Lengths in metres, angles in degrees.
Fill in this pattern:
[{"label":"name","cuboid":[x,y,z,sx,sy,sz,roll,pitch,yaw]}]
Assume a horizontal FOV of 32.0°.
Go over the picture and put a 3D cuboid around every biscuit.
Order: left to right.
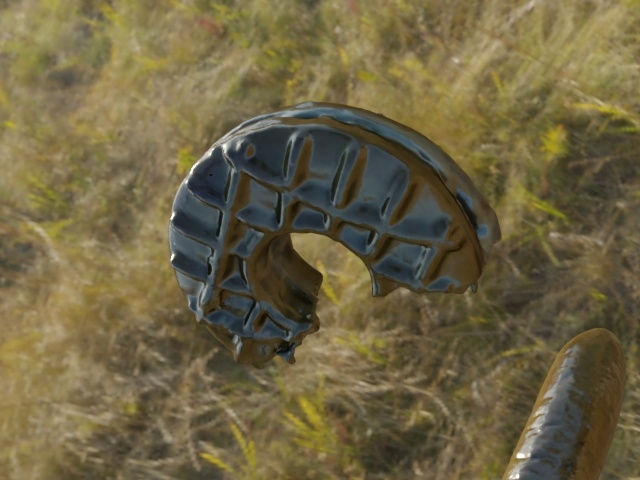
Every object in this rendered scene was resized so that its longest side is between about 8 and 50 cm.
[{"label":"biscuit","cuboid":[-0.017,-0.010,1.182,0.366,0.268,0.115,-27,21,33]}]

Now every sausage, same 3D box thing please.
[{"label":"sausage","cuboid":[0.335,0.312,1.583,0.500,0.123,0.136,-58,-6,-32]}]
